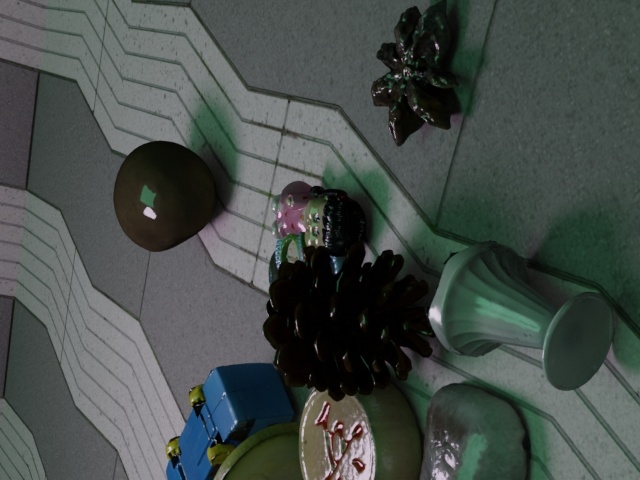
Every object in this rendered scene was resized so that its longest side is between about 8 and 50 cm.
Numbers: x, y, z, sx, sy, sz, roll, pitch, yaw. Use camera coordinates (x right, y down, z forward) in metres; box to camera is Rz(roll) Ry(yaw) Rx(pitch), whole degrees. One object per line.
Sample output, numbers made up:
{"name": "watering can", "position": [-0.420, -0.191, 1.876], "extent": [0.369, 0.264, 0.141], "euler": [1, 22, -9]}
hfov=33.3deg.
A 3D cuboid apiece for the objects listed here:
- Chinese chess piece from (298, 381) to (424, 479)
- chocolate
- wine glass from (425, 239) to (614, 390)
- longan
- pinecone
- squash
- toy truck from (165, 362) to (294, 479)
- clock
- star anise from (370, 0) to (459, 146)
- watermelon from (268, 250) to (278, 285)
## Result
{"name": "Chinese chess piece", "position": [0.062, 0.339, 1.749], "extent": [0.250, 0.103, 0.249], "euler": [-1, 89, 58]}
{"name": "chocolate", "position": [0.202, 0.363, 1.534], "extent": [0.185, 0.100, 0.303], "euler": [14, 101, 61]}
{"name": "wine glass", "position": [0.259, 0.102, 1.370], "extent": [0.196, 0.165, 0.165], "euler": [27, 114, 49]}
{"name": "longan", "position": [-0.327, -0.093, 2.251], "extent": [0.246, 0.215, 0.246], "euler": [165, 90, -78]}
{"name": "pinecone", "position": [0.056, 0.116, 1.625], "extent": [0.264, 0.264, 0.264], "euler": [5, 96, 58]}
{"name": "squash", "position": [-0.089, 0.413, 1.888], "extent": [0.041, 0.219, 0.219], "euler": [47, 130, 49]}
{"name": "toy truck", "position": [-0.190, 0.405, 2.105], "extent": [0.161, 0.162, 0.385], "euler": [63, 142, 35]}
{"name": "clock", "position": [0.000, 0.000, 1.838], "extent": [0.195, 0.100, 0.194], "euler": [14, 107, 60]}
{"name": "star anise", "position": [0.136, -0.250, 1.622], "extent": [0.197, 0.073, 0.212], "euler": [-28, 66, 53]}
{"name": "watermelon", "position": [-0.064, 0.059, 1.970], "extent": [0.072, 0.092, 0.084], "euler": [-28, 72, 14]}
